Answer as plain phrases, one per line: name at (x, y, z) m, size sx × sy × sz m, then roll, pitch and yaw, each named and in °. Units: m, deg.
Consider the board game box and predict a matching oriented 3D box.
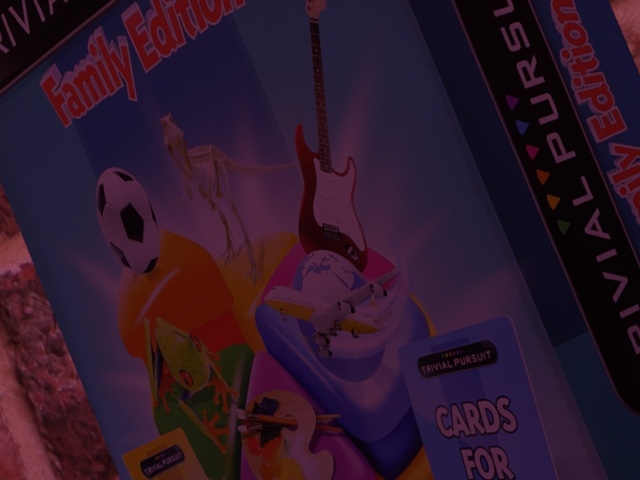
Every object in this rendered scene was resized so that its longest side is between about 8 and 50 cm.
board game box at (0.000, 0.000, 0.636) m, size 0.079 × 0.336 × 0.254 m, roll -21°, pitch -3°, yaw -36°
